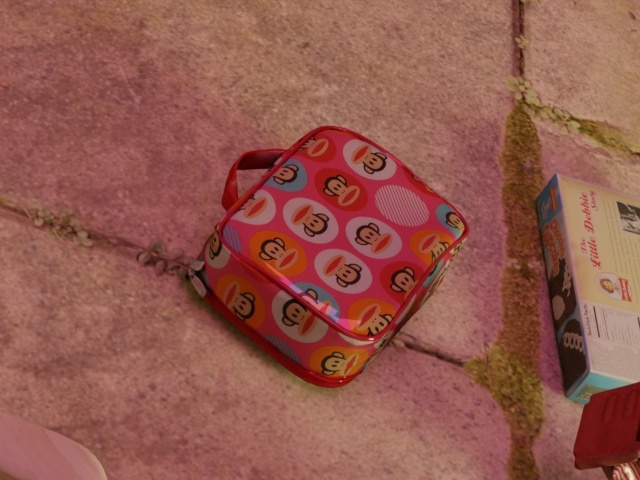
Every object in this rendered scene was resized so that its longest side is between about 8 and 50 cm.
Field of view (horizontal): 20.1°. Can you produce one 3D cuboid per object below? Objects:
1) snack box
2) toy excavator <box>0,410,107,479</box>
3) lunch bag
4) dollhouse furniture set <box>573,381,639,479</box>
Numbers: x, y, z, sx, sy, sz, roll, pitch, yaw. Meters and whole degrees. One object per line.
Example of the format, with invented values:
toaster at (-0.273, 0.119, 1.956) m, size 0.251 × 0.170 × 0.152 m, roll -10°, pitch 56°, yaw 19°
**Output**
snack box at (0.369, 0.069, 2.166) m, size 0.187 × 0.060 × 0.322 m, roll 15°, pitch 44°, yaw -18°
toy excavator at (-0.175, 0.296, 1.536) m, size 0.432 × 0.222 × 0.445 m, roll 1°, pitch 41°, yaw -11°
lunch bag at (0.000, 0.000, 1.974) m, size 0.258 × 0.120 × 0.293 m, roll 38°, pitch 43°, yaw 8°
dollhouse furniture set at (0.342, 0.327, 1.773) m, size 0.201 × 0.152 × 0.374 m, roll 57°, pitch 33°, yaw -26°
